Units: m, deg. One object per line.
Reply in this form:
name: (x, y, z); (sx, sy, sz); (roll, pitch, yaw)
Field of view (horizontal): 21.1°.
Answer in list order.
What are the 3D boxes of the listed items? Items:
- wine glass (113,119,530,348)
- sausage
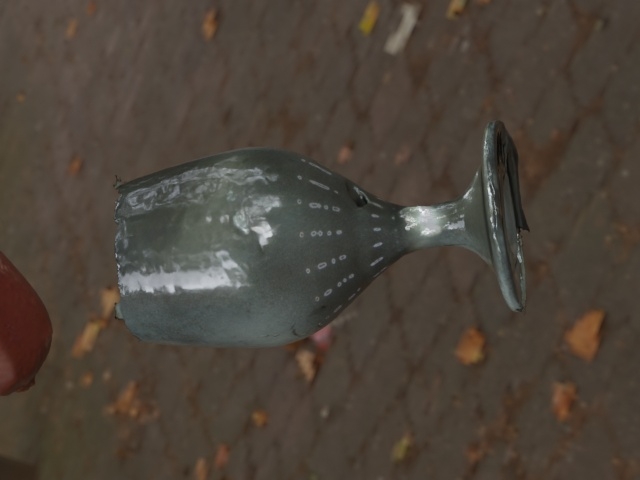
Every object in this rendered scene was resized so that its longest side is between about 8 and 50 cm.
wine glass: (0.000, 0.000, 1.031); (0.126, 0.241, 0.126); (-9, -90, -77)
sausage: (-0.382, 0.061, 1.809); (0.148, 0.254, 0.148); (-34, 15, 10)
